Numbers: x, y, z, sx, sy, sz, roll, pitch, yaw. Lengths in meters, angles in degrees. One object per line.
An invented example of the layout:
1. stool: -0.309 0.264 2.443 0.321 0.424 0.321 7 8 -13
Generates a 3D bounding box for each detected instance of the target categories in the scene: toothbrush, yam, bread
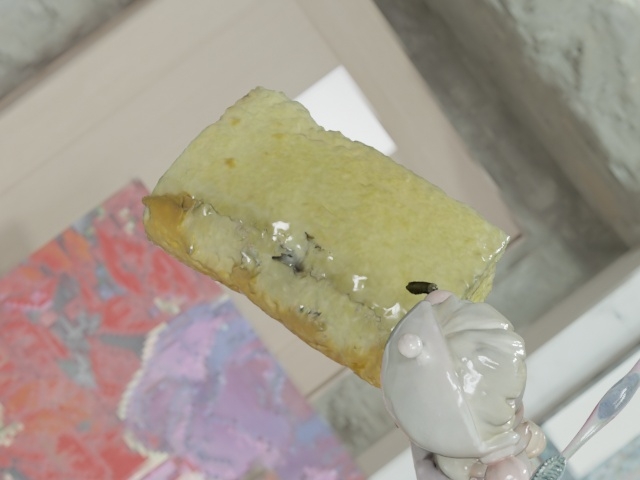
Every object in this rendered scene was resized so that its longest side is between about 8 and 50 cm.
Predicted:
1. toothbrush: 0.263 0.121 1.308 0.021 0.269 0.027 43 -15 7
2. yam: 0.102 0.048 1.537 0.014 0.014 0.107 53 -8 -4
3. bread: 0.000 0.000 1.763 0.375 0.236 0.165 34 -32 17

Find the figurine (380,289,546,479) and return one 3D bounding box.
1. figurine: 0.112 0.129 1.299 0.257 0.144 0.182 77 22 -52
